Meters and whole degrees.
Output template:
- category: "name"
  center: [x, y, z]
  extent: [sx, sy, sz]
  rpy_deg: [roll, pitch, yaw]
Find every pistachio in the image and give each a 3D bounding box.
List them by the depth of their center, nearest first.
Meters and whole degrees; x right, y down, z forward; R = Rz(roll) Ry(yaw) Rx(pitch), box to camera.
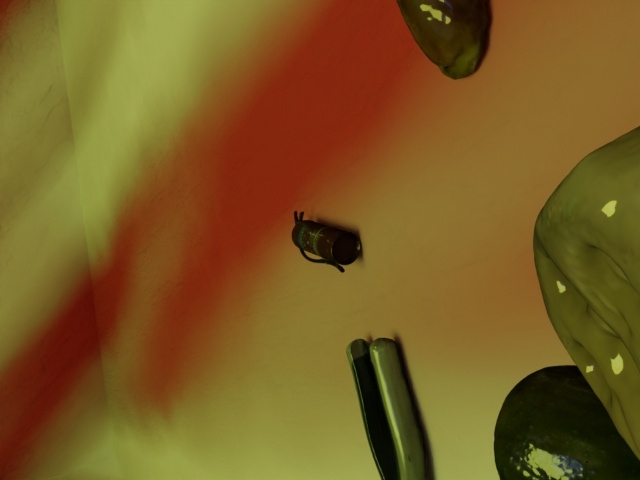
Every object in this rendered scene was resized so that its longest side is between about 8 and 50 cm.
- category: "pistachio"
  center: [0.081, -0.207, 0.630]
  extent: [0.089, 0.049, 0.173]
  rpy_deg: [23, 124, 61]

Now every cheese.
- category: "cheese"
  center: [0.196, 0.042, 0.398]
  extent: [0.218, 0.117, 0.235]
  rpy_deg: [64, 177, -8]

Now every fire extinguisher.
- category: "fire extinguisher"
  center: [0.000, 0.000, 0.938]
  extent: [0.132, 0.039, 0.056]
  rpy_deg: [18, 110, 62]

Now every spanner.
- category: "spanner"
  center: [0.091, 0.262, 0.880]
  extent: [0.095, 0.040, 0.325]
  rpy_deg: [-17, 86, 67]

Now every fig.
- category: "fig"
  center: [0.197, 0.144, 0.515]
  extent: [0.177, 0.117, 0.117]
  rpy_deg: [18, 122, 37]
